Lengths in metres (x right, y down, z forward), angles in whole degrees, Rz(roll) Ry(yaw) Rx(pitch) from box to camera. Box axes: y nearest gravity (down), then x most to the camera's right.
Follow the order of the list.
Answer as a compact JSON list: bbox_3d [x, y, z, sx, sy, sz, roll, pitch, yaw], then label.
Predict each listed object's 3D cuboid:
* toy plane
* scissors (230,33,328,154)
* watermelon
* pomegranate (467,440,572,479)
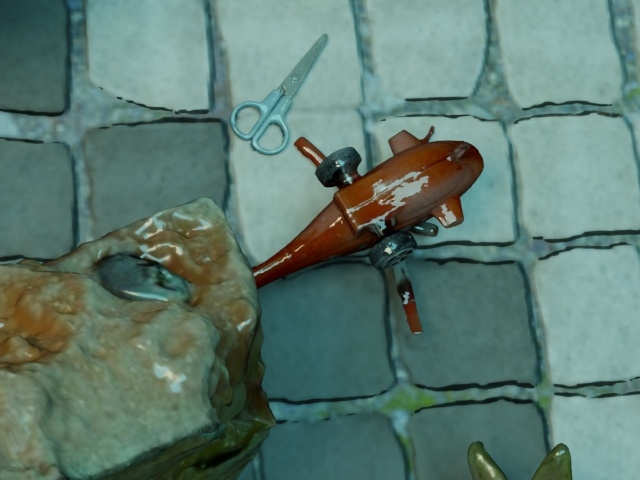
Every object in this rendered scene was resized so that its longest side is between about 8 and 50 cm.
[{"bbox_3d":[-0.003,-0.007,0.770,0.194,0.077,0.126,-9,71,-7],"label":"toy plane"},{"bbox_3d":[-0.018,-0.085,0.815,0.036,0.006,0.083,36,72,-3],"label":"scissors"},{"bbox_3d":[-0.143,0.085,0.597,0.264,0.302,0.151,-19,67,-42],"label":"watermelon"},{"bbox_3d":[0.094,0.209,0.695,0.181,0.181,0.224,21,57,-9],"label":"pomegranate"}]
